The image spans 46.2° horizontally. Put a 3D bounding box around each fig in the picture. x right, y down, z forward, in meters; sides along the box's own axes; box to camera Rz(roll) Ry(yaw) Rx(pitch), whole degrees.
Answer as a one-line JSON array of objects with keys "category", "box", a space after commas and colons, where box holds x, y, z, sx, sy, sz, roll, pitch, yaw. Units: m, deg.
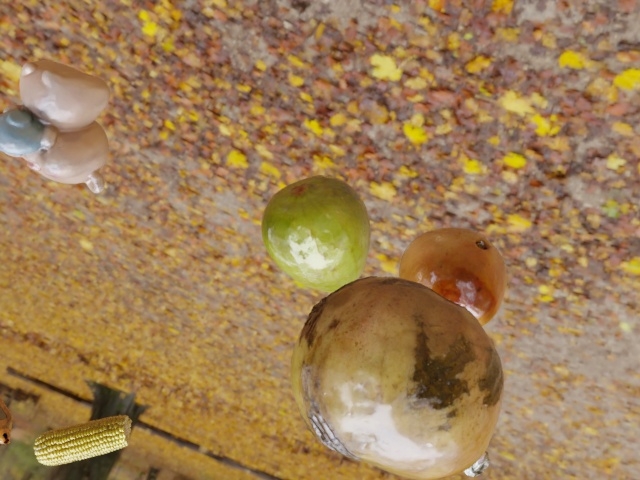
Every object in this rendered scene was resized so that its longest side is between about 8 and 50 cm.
[{"category": "fig", "box": [0.000, 0.000, 1.789, 0.258, 0.258, 0.326, 11, 144, 26]}]

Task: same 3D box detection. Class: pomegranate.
[{"category": "pomegranate", "box": [0.257, 0.075, 1.430, 0.209, 0.209, 0.209, 19, 157, 8]}, {"category": "pomegranate", "box": [0.113, 0.203, 1.117, 0.322, 0.322, 0.322, 19, 157, 8]}]

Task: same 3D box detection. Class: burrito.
[{"category": "burrito", "box": [0.259, 0.367, 1.319, 0.064, 0.064, 0.203, 21, 177, 4]}]

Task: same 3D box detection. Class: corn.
[{"category": "corn", "box": [-0.602, 0.508, 1.905, 0.244, 0.093, 0.093, -15, 151, 3]}]

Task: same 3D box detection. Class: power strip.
[{"category": "power strip", "box": [-0.543, 0.281, 1.226, 0.049, 0.028, 0.178, -12, -150, -37]}]

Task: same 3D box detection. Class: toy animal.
[{"category": "toy animal", "box": [-0.515, -0.237, 1.477, 0.210, 0.221, 0.229, 26, 173, 25]}]
